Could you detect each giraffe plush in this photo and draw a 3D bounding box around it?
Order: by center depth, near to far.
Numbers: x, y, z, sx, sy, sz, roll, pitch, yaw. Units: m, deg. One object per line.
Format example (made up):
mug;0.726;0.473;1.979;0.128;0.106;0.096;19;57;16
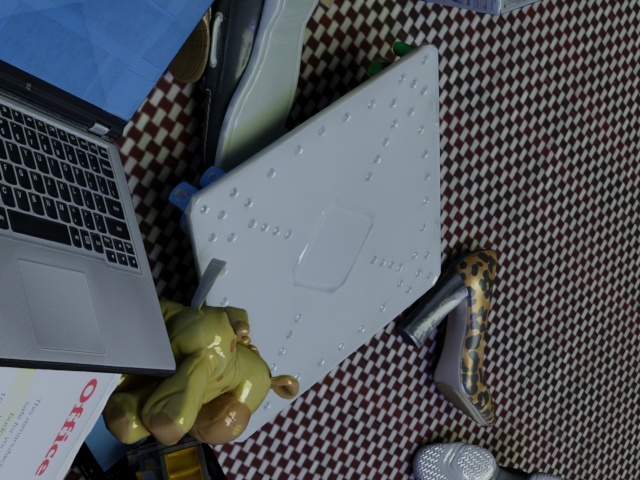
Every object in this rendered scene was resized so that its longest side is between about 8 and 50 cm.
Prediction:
giraffe plush;-0.126;0.147;1.336;0.210;0.181;0.170;-49;138;-8

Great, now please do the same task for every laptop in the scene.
laptop;-0.165;-0.114;1.080;0.382;0.236;0.408;22;49;-70

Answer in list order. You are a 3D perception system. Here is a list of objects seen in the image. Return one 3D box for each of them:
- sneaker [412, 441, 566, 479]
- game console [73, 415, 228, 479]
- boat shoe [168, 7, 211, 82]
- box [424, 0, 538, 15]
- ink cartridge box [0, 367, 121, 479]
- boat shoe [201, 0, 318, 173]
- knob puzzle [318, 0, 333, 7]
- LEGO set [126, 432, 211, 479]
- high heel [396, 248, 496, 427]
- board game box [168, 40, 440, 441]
sneaker;0.248;0.382;1.912;0.268;0.153;0.101;19;73;-13
game console;-0.229;0.270;1.431;0.213;0.044;0.361;-42;131;-26
boat shoe;-0.137;-0.244;1.313;0.049;0.056;0.152;-59;155;-61
box;0.212;-0.340;1.564;0.126;0.137;0.072;-24;123;-37
ink cartridge box;-0.369;0.161;1.049;0.279;0.160;0.384;-59;159;0
boat shoe;-0.078;-0.208;1.361;0.114;0.091;0.303;-9;124;-60
knob puzzle;-0.006;-0.389;1.404;0.213;0.030;0.213;-20;119;-39
LEGO set;-0.200;0.356;1.380;0.254;0.192;0.331;-21;122;-2
high heel;0.238;0.144;1.809;0.186;0.093;0.261;-46;124;-14
board game box;0.000;0.000;1.498;0.390;0.050;0.390;-37;140;-30
